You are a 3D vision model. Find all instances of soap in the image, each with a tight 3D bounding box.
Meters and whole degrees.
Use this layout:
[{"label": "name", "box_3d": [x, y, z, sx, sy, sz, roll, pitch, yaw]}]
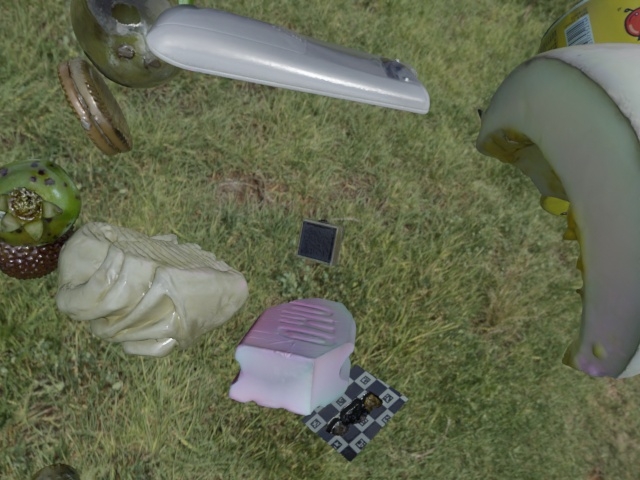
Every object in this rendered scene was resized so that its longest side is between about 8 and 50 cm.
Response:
[{"label": "soap", "box_3d": [-0.033, 0.200, 0.959, 0.193, 0.109, 0.324, 11, 10, 5]}]

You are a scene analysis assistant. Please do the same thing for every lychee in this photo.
[{"label": "lychee", "box_3d": [-0.652, 0.001, 1.155, 0.188, 0.188, 0.188, 10, 52, -13]}]

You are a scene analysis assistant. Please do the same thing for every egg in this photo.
[{"label": "egg", "box_3d": [0.256, -0.048, 0.410, 0.161, 0.206, 0.271, -10, 54, -6]}]

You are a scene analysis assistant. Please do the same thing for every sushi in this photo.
[{"label": "sushi", "box_3d": [0.089, 0.443, 1.289, 0.215, 0.050, 0.192, -38, 37, -25]}]

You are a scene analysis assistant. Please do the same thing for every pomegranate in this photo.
[{"label": "pomegranate", "box_3d": [-0.473, -0.048, 0.833, 0.156, 0.156, 0.220, -12, 33, -28]}]

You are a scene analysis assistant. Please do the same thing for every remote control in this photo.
[{"label": "remote control", "box_3d": [-0.028, -0.212, 0.574, 0.313, 0.055, 0.109, 8, 37, -11]}]

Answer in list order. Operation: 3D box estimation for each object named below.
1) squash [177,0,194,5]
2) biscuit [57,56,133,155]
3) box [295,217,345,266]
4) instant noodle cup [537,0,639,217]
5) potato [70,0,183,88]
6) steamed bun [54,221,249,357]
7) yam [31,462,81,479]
[{"label": "squash", "box_3d": [-0.153, -0.307, 0.585, 0.027, 0.027, 0.089, 5, 89, -17]}, {"label": "biscuit", "box_3d": [-0.535, -0.317, 1.221, 0.079, 0.259, 0.259, -25, 64, -6]}, {"label": "box", "box_3d": [0.000, 0.000, 0.976, 0.079, 0.083, 0.035, 13, 10, 22]}, {"label": "instant noodle cup", "box_3d": [0.462, -0.197, 0.727, 0.325, 0.325, 0.254, 1, 73, -20]}, {"label": "potato", "box_3d": [-0.392, -0.441, 1.069, 0.243, 0.221, 0.326, 54, 5, -19]}, {"label": "steamed bun", "box_3d": [-0.361, 0.117, 1.064, 0.339, 0.247, 0.352, 25, 13, 30]}, {"label": "yam", "box_3d": [-0.311, 0.430, 0.624, 0.083, 0.083, 0.371, -14, 33, -28]}]
